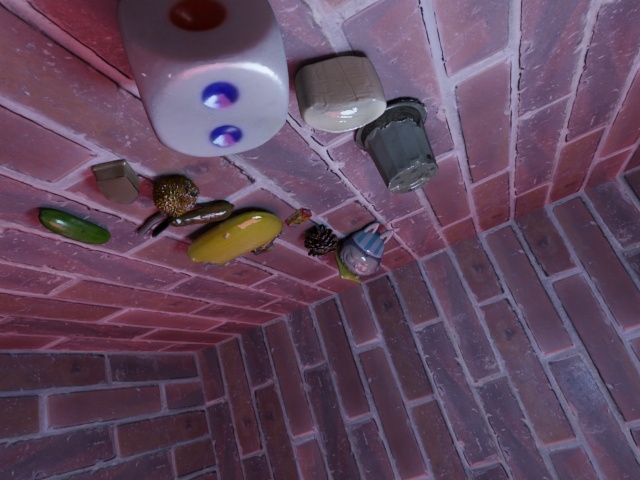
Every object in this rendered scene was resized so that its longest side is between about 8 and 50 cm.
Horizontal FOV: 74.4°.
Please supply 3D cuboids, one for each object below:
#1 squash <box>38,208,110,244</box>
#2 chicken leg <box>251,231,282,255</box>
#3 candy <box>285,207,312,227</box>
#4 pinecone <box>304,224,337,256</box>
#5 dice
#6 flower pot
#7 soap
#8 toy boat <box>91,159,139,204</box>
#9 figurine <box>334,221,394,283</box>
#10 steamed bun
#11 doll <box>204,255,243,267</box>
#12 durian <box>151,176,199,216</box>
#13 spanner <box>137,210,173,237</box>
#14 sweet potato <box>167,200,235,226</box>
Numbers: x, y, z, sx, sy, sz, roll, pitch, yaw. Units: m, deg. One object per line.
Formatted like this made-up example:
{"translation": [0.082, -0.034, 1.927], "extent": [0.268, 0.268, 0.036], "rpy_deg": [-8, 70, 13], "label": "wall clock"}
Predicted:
{"translation": [-0.874, -0.040, 1.521], "extent": [0.082, 0.082, 0.292], "rpy_deg": [-23, 158, 11], "label": "squash"}
{"translation": [-0.266, 0.009, 2.114], "extent": [0.196, 0.080, 0.125], "rpy_deg": [-32, 170, 7], "label": "chicken leg"}
{"translation": [-0.103, -0.108, 2.021], "extent": [0.122, 0.037, 0.062], "rpy_deg": [-34, 153, 34], "label": "candy"}
{"translation": [0.001, 0.004, 2.216], "extent": [0.180, 0.149, 0.195], "rpy_deg": [-16, 158, -5], "label": "pinecone"}
{"translation": [-0.253, -0.382, 0.955], "extent": [0.305, 0.276, 0.304], "rpy_deg": [-16, 160, -14], "label": "dice"}
{"translation": [0.296, -0.325, 1.527], "extent": [0.291, 0.258, 0.290], "rpy_deg": [-16, 156, -7], "label": "flower pot"}
{"translation": [-0.375, -0.017, 1.923], "extent": [0.428, 0.115, 0.306], "rpy_deg": [-26, 153, 16], "label": "soap"}
{"translation": [-0.659, -0.180, 1.386], "extent": [0.116, 0.061, 0.188], "rpy_deg": [-15, 158, -9], "label": "toy boat"}
{"translation": [0.311, 0.064, 2.468], "extent": [0.378, 0.266, 0.362], "rpy_deg": [-34, 159, 35], "label": "figurine"}
{"translation": [0.054, -0.408, 1.219], "extent": [0.251, 0.199, 0.154], "rpy_deg": [-12, 158, -7], "label": "steamed bun"}
{"translation": [-0.480, 0.083, 2.137], "extent": [0.228, 0.075, 0.102], "rpy_deg": [-25, 143, -13], "label": "doll"}
{"translation": [-0.507, -0.155, 1.478], "extent": [0.168, 0.136, 0.158], "rpy_deg": [-23, 180, 34], "label": "durian"}
{"translation": [-0.606, -0.094, 1.659], "extent": [0.325, 0.040, 0.096], "rpy_deg": [-31, 156, 31], "label": "spanner"}
{"translation": [-0.469, -0.100, 1.662], "extent": [0.274, 0.075, 0.075], "rpy_deg": [-18, 161, -32], "label": "sweet potato"}
